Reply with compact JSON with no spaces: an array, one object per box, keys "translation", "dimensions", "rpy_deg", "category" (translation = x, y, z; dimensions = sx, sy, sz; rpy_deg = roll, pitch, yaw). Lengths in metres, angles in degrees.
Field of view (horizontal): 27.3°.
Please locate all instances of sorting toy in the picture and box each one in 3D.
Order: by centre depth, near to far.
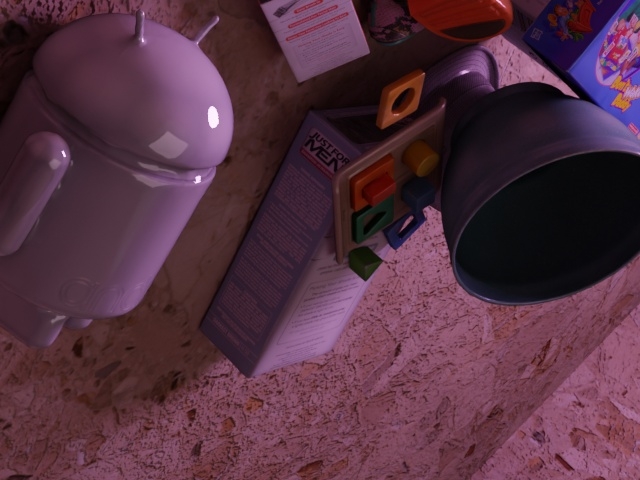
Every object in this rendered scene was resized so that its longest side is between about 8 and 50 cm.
[{"translation":[0.095,-0.067,1.651],"dimensions":[0.196,0.047,0.347],"rpy_deg":[-38,152,-20],"category":"sorting toy"}]

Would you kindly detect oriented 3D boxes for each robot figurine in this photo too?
[{"translation":[-0.213,-0.067,1.256],"dimensions":[0.353,0.200,0.300],"rpy_deg":[-58,173,22],"category":"robot figurine"}]

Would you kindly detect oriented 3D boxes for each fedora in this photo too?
[{"translation":[0.206,-0.133,1.898],"dimensions":[0.244,0.124,0.275],"rpy_deg":[-32,151,-31],"category":"fedora"}]

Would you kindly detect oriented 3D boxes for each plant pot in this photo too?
[{"translation":[0.281,-0.082,1.718],"dimensions":[0.293,0.196,0.293],"rpy_deg":[-11,142,-9],"category":"plant pot"}]

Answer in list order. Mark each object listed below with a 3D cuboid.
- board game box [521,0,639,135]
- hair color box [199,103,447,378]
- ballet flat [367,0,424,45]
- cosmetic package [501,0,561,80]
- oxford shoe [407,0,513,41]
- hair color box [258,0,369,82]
[{"translation":[0.412,-0.281,1.705],"dimensions":[0.233,0.078,0.347],"rpy_deg":[-51,153,8],"category":"board game box"},{"translation":[0.000,0.000,1.785],"dimensions":[0.185,0.113,0.374],"rpy_deg":[-12,138,-51],"category":"hair color box"},{"translation":[0.143,-0.310,1.623],"dimensions":[0.222,0.077,0.079],"rpy_deg":[-29,130,-33],"category":"ballet flat"},{"translation":[0.348,-0.338,1.793],"dimensions":[0.184,0.151,0.151],"rpy_deg":[-44,154,-4],"category":"cosmetic package"},{"translation":[0.098,-0.352,1.463],"dimensions":[0.130,0.132,0.364],"rpy_deg":[-10,157,30],"category":"oxford shoe"},{"translation":[-0.010,-0.250,1.448],"dimensions":[0.093,0.053,0.167],"rpy_deg":[-22,155,3],"category":"hair color box"}]
